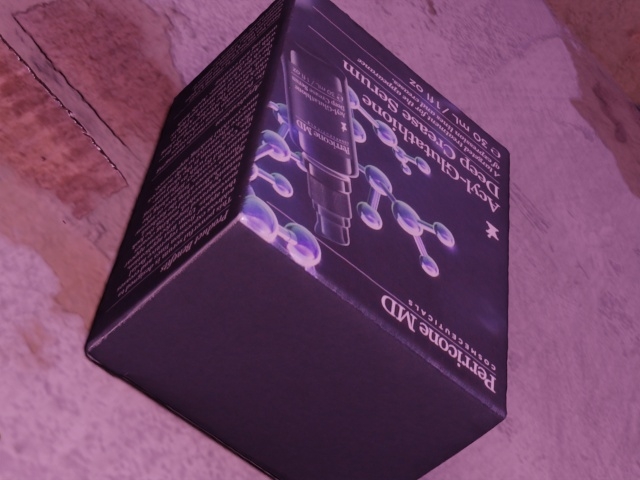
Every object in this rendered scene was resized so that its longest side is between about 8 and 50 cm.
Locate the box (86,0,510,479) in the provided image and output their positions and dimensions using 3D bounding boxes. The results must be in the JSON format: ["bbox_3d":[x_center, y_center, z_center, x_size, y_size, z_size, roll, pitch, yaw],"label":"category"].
[{"bbox_3d":[0.000,0.000,1.302,0.293,0.212,0.395,37,34,-21],"label":"box"}]
